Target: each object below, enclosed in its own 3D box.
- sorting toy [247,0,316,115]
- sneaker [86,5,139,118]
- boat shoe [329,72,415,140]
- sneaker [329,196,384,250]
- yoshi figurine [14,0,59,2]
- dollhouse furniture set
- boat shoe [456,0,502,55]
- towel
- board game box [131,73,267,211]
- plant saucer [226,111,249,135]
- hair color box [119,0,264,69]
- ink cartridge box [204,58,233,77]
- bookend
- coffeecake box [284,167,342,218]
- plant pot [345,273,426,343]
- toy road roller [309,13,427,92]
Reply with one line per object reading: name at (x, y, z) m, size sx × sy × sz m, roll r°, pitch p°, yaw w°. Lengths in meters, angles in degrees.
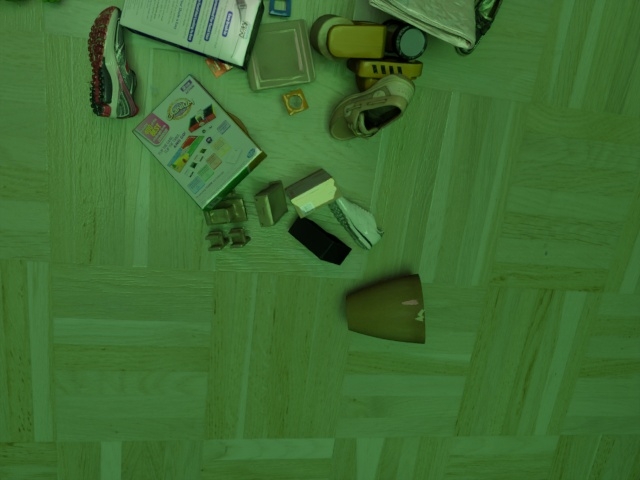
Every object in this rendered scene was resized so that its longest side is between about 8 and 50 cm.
sorting toy at (-0.125, -0.538, 1.412) m, size 0.196 × 0.047 × 0.347 m, roll -12°, pitch 98°, yaw -8°
sneaker at (-0.570, -0.488, 1.334) m, size 0.112 × 0.121 × 0.299 m, roll -4°, pitch 100°, yaw -46°
boat shoe at (0.124, -0.354, 1.383) m, size 0.122 × 0.341 × 0.110 m, roll 28°, pitch 66°, yaw -23°
sneaker at (0.118, -0.077, 1.600) m, size 0.095 × 0.090 × 0.235 m, roll -43°, pitch 113°, yaw -10°
yoshi figurine at (-0.715, -0.725, 1.221) m, size 0.362 × 0.203 × 0.203 m, roll -32°, pitch 151°, yaw -14°
dollhouse furniture set at (-0.245, -0.102, 1.512) m, size 0.242 × 0.161 × 0.212 m, roll -6°, pitch 109°, yaw 15°
boat shoe at (0.492, -0.682, 1.479) m, size 0.080 × 0.073 × 0.223 m, roll 23°, pitch 101°, yaw -16°
towel at (0.297, -0.709, 1.341) m, size 0.317 × 0.053 × 0.331 m, roll 19°, pitch 61°, yaw -15°
board game box at (-0.346, -0.279, 1.384) m, size 0.242 × 0.064 × 0.316 m, roll -42°, pitch 83°, yaw 4°
plant saucer at (-0.313, -0.293, 1.453) m, size 0.200 × 0.037 × 0.199 m, roll -1°, pitch 99°, yaw -6°
hair color box at (-0.340, -0.608, 1.304) m, size 0.339 × 0.110 × 0.185 m, roll 18°, pitch 100°, yaw -4°
ink cartridge box at (-0.274, -0.532, 1.407) m, size 0.115 × 0.029 × 0.062 m, roll -34°, pitch 110°, yaw 0°
bookend at (0.000, 0.000, 1.588) m, size 0.157 × 0.156 × 0.072 m, roll 40°, pitch 99°, yaw 26°
coffeecake box at (-0.026, -0.149, 1.488) m, size 0.142 × 0.185 × 0.068 m, roll -29°, pitch 109°, yaw 0°
plant pot at (0.218, 0.240, 1.647) m, size 0.255 × 0.237 × 0.237 m, roll -4°, pitch 108°, yaw 5°
toy road roller at (0.136, -0.515, 1.404) m, size 0.330 × 0.202 × 0.240 m, roll 0°, pitch 118°, yaw -12°
